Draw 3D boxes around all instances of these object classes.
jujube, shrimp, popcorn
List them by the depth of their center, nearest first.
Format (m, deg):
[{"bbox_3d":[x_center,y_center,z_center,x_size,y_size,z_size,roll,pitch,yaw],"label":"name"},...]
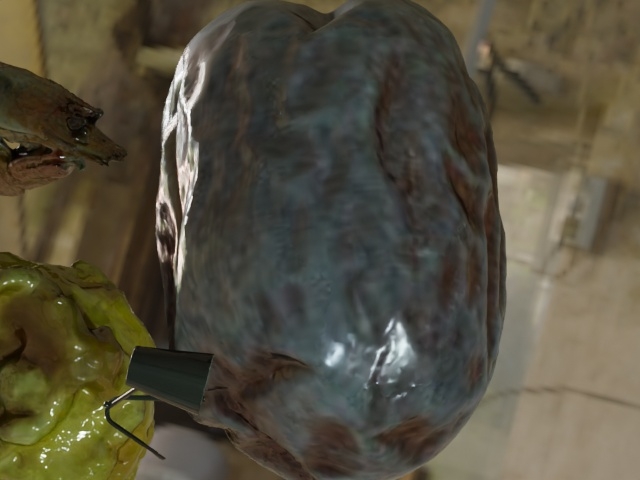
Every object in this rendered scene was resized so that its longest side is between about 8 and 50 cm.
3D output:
[{"bbox_3d":[0.009,0.000,1.062,0.215,0.308,0.246,3,165,-12],"label":"jujube"},{"bbox_3d":[-0.202,0.103,1.189,0.197,0.198,0.155,14,-168,4],"label":"popcorn"},{"bbox_3d":[-0.228,-0.080,1.287,0.217,0.051,0.115,12,132,31],"label":"shrimp"}]

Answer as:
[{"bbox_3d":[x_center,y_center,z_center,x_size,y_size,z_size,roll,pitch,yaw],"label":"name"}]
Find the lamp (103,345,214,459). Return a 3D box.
[{"bbox_3d":[-0.088,0.081,0.903,0.054,0.041,0.121,15,159,-2],"label":"lamp"}]
